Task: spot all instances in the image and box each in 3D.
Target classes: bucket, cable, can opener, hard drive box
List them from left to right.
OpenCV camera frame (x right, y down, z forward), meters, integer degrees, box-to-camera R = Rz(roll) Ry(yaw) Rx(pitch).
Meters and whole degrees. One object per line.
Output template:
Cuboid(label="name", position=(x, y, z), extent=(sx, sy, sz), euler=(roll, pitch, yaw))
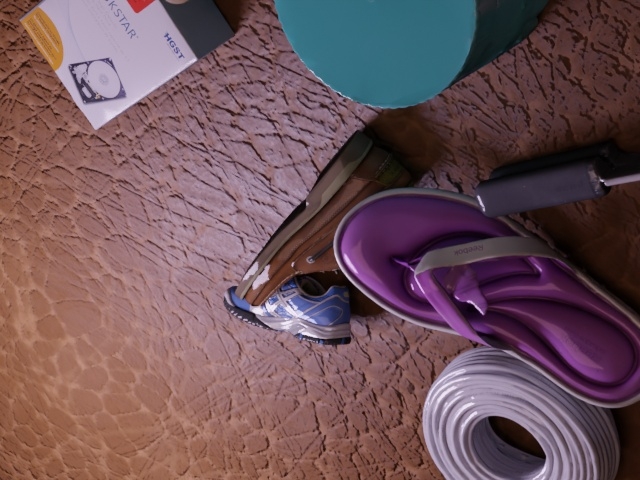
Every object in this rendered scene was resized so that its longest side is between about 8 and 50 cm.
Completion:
Cuboid(label="hard drive box", position=(-0.252, -0.276, 1.730), extent=(0.232, 0.089, 0.181), euler=(-27, 101, 42))
Cuboid(label="bucket", position=(0.093, -0.284, 1.420), extent=(0.281, 0.183, 0.281), euler=(17, 124, 26))
Cuboid(label="cable", position=(0.255, 0.250, 1.710), extent=(0.257, 0.089, 0.257), euler=(-13, 110, 39))
Cuboid(label="can opener", position=(0.311, -0.055, 1.488), extent=(0.283, 0.076, 0.095), euler=(-12, 110, 40))

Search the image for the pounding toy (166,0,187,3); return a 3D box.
Cuboid(label="pounding toy", position=(-0.129, -0.404, 1.540), extent=(0.183, 0.110, 0.236), euler=(147, 122, -71))

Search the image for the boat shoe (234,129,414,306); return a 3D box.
Cuboid(label="boat shoe", position=(0.000, 0.000, 1.705), extent=(0.104, 0.110, 0.307), euler=(37, 129, -5))

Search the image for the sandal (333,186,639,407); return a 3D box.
Cuboid(label="sandal", position=(0.212, 0.058, 1.564), extent=(0.416, 0.102, 0.169), euler=(25, 96, 6))

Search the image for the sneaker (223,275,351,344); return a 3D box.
Cuboid(label="sneaker", position=(-0.041, 0.085, 1.835), extent=(0.211, 0.080, 0.081), euler=(11, 96, 33))
